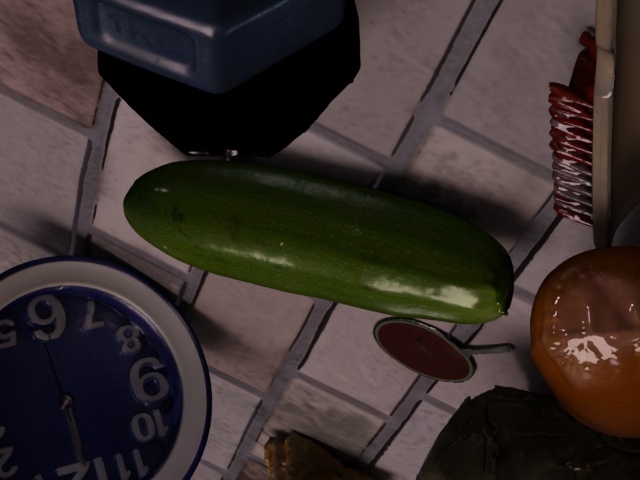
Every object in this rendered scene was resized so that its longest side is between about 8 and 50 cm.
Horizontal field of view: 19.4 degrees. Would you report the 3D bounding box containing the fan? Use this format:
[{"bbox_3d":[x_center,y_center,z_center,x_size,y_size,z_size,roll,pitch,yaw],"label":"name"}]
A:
[{"bbox_3d":[0.095,0.083,1.410,0.133,0.005,0.085,-4,140,47],"label":"fan"}]

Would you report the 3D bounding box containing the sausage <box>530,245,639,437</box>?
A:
[{"bbox_3d":[0.184,0.066,1.126,0.105,0.105,0.274,19,172,16],"label":"sausage"}]

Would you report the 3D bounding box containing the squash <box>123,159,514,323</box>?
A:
[{"bbox_3d":[0.000,-0.001,1.257,0.292,0.082,0.082,13,150,25],"label":"squash"}]

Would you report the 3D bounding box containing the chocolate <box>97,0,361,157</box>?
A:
[{"bbox_3d":[-0.046,-0.106,1.075,0.156,0.156,0.133,22,169,10],"label":"chocolate"}]

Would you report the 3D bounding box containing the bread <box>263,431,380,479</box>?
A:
[{"bbox_3d":[-0.025,0.267,1.702,0.127,0.152,0.147,32,155,13],"label":"bread"}]

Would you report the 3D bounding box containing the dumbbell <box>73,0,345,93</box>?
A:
[{"bbox_3d":[-0.059,-0.211,0.864,0.144,0.160,0.325,-7,151,-3],"label":"dumbbell"}]

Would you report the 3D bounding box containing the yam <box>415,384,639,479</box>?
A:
[{"bbox_3d":[0.242,0.221,1.296,0.348,0.241,0.241,9,149,36],"label":"yam"}]

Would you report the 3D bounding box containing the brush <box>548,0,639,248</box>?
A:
[{"bbox_3d":[0.146,-0.103,0.970,0.050,0.060,0.321,28,156,21],"label":"brush"}]

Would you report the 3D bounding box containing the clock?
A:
[{"bbox_3d":[-0.207,0.130,1.518,0.230,0.230,0.083,35,155,-15],"label":"clock"}]
